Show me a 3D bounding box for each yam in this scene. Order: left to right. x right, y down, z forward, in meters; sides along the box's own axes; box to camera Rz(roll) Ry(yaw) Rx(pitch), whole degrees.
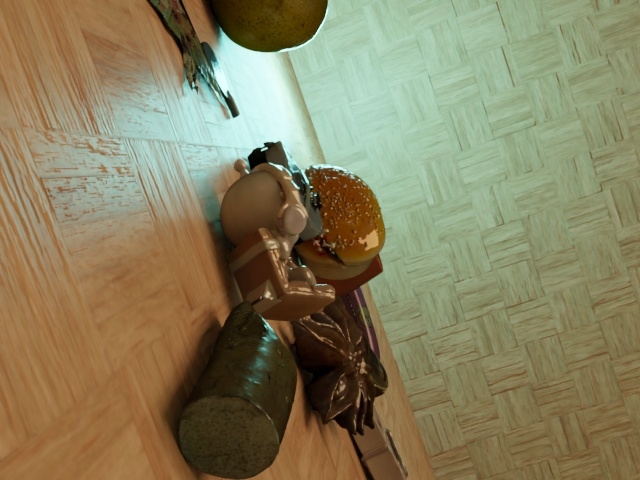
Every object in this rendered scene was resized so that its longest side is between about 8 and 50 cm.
[{"bbox_3d":[-0.075,0.143,0.700,0.259,0.106,0.106,-76,147,-74],"label":"yam"}]

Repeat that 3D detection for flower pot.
[{"bbox_3d":[0.062,0.045,1.720,0.190,0.173,0.191,-21,90,-82],"label":"flower pot"}]

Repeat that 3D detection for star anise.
[{"bbox_3d":[0.032,0.241,1.238,0.349,0.108,0.293,-37,116,-72],"label":"star anise"}]

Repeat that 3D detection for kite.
[{"bbox_3d":[-0.230,-0.343,1.116,0.323,0.013,0.268,55,16,-59],"label":"kite"}]

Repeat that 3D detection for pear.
[{"bbox_3d":[-0.121,-0.570,1.532,0.294,0.294,0.295,-19,90,-83],"label":"pear"}]

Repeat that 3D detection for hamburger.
[{"bbox_3d":[0.032,-0.050,1.544,0.295,0.226,0.152,-106,-164,-44],"label":"hamburger"}]

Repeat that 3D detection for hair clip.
[{"bbox_3d":[0.142,0.495,1.489,0.101,0.085,0.331,-88,156,-76],"label":"hair clip"}]

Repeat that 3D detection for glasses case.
[{"bbox_3d":[0.108,0.227,1.970,0.123,0.075,0.317,41,31,-76],"label":"glasses case"}]

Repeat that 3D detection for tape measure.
[{"bbox_3d":[-0.063,-0.083,1.357,0.181,0.107,0.182,44,24,-61],"label":"tape measure"}]

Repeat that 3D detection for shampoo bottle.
[{"bbox_3d":[0.090,0.287,1.646,0.350,0.084,0.126,60,11,-57],"label":"shampoo bottle"}]

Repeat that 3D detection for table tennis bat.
[{"bbox_3d":[-0.193,-0.308,1.288,0.100,0.019,0.155,-98,166,-57],"label":"table tennis bat"}]

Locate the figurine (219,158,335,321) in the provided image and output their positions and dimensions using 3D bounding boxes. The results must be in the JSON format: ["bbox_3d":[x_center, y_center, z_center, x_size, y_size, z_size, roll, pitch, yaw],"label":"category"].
[{"bbox_3d":[-0.067,-0.006,0.949,0.141,0.162,0.237,-1,64,-38],"label":"figurine"}]
